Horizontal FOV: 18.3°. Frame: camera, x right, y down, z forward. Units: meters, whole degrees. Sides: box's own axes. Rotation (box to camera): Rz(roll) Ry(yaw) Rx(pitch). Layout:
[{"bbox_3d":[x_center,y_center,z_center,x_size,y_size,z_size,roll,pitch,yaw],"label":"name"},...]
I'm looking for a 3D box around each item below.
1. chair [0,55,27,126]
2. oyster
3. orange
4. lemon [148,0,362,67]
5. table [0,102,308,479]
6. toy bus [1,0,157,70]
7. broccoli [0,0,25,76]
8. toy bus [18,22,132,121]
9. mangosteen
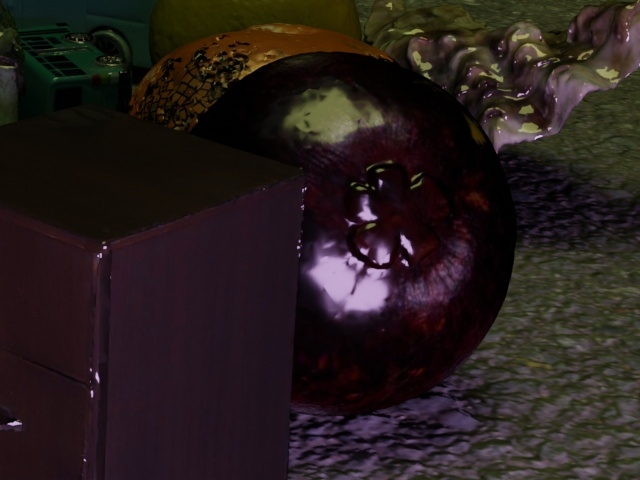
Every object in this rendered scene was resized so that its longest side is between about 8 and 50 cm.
[{"bbox_3d":[-0.260,-0.101,1.257,0.147,0.270,0.136,0,-10,-11],"label":"chair"},{"bbox_3d":[0.137,-0.144,1.640,0.238,0.115,0.351,-33,27,-13],"label":"oyster"},{"bbox_3d":[-0.030,-0.066,1.456,0.234,0.182,0.234,-4,11,1],"label":"orange"},{"bbox_3d":[-0.056,-0.178,1.733,0.184,0.184,0.248,5,18,1],"label":"lemon"},{"bbox_3d":[-0.128,0.050,1.086,0.169,0.193,0.172,19,25,34],"label":"table"},{"bbox_3d":[-0.250,-0.261,1.932,0.271,0.165,0.133,11,22,17],"label":"toy bus"},{"bbox_3d":[-0.323,-0.096,1.432,0.270,0.270,0.270,-16,59,-43],"label":"broccoli"},{"bbox_3d":[-0.227,-0.132,1.718,0.092,0.079,0.160,-7,25,-26],"label":"toy bus"},{"bbox_3d":[0.000,0.000,1.246,0.228,0.228,0.265,-4,-6,-22],"label":"mangosteen"}]
